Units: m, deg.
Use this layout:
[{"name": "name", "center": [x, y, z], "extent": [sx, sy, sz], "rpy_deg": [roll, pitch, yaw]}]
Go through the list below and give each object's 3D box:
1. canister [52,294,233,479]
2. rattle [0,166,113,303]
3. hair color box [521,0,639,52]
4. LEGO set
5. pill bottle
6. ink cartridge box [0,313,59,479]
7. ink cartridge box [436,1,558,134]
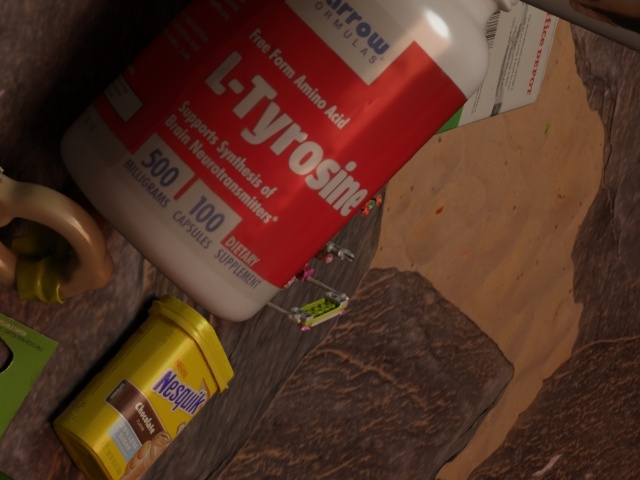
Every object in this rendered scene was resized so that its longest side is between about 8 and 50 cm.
[{"name": "canister", "center": [-0.172, 0.154, 1.940], "extent": [0.170, 0.073, 0.126], "rpy_deg": [-49, 147, -20]}, {"name": "rattle", "center": [-0.244, -0.053, 1.666], "extent": [0.200, 0.130, 0.143], "rpy_deg": [51, 56, -30]}, {"name": "hair color box", "center": [0.226, -0.323, 1.867], "extent": [0.113, 0.374, 0.185], "rpy_deg": [-35, 141, -39]}, {"name": "LEGO set", "center": [0.000, 0.000, 2.049], "extent": [0.287, 0.107, 0.132], "rpy_deg": [-42, 144, -32]}, {"name": "pill bottle", "center": [-0.008, -0.145, 1.698], "extent": [0.408, 0.229, 0.229], "rpy_deg": [-46, 150, 4]}, {"name": "ink cartridge box", "center": [-0.308, 0.194, 1.733], "extent": [0.255, 0.097, 0.189], "rpy_deg": [-59, 150, -4]}, {"name": "ink cartridge box", "center": [0.163, -0.212, 2.153], "extent": [0.208, 0.087, 0.153], "rpy_deg": [-19, 128, -50]}]
